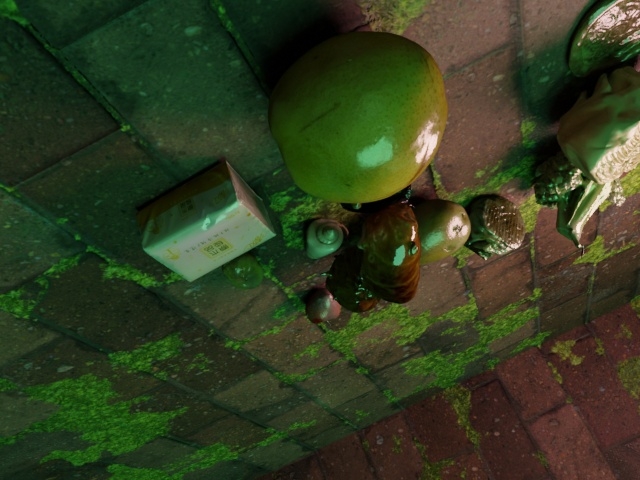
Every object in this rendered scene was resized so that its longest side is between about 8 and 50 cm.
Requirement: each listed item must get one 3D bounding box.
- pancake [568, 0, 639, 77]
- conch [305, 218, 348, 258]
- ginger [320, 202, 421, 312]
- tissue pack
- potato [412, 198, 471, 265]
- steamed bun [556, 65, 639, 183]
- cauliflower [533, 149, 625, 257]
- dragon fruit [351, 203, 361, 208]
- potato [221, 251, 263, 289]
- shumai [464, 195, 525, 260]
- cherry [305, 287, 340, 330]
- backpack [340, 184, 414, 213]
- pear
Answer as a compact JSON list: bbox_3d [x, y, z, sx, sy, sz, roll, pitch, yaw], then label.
[{"bbox_3d":[0.650,-0.456,1.402,0.250,0.031,0.250,-15,149,-9],"label":"pancake"},{"bbox_3d":[0.011,0.005,1.623,0.094,0.104,0.176,23,151,9],"label":"conch"},{"bbox_3d":[0.126,0.059,1.548,0.254,0.176,0.418,-6,155,-2],"label":"ginger"},{"bbox_3d":[-0.240,-0.034,1.363,0.225,0.124,0.185,-28,150,8],"label":"tissue pack"},{"bbox_3d":[0.272,-0.011,1.712,0.251,0.159,0.174,-26,121,28],"label":"potato"},{"bbox_3d":[0.698,-0.294,1.527,0.289,0.203,0.276,-47,150,14],"label":"steamed bun"},{"bbox_3d":[0.674,-0.111,1.716,0.239,0.315,0.256,8,171,27],"label":"cauliflower"},{"bbox_3d":[0.083,-0.170,1.367,0.133,0.207,0.150,2,-174,-15],"label":"dragon fruit"},{"bbox_3d":[-0.195,0.073,1.608,0.092,0.070,0.138,-26,150,1],"label":"potato"},{"bbox_3d":[0.483,-0.032,1.847,0.184,0.184,0.142,-1,166,-33],"label":"shumai"},{"bbox_3d":[0.012,0.193,1.914,0.106,0.087,0.126,6,120,-30],"label":"cherry"},{"bbox_3d":[0.125,-0.120,1.496,0.165,0.105,0.120,-3,168,-1],"label":"backpack"},{"bbox_3d":[0.069,-0.213,1.145,0.315,0.314,0.314,-17,148,-11],"label":"pear"}]
